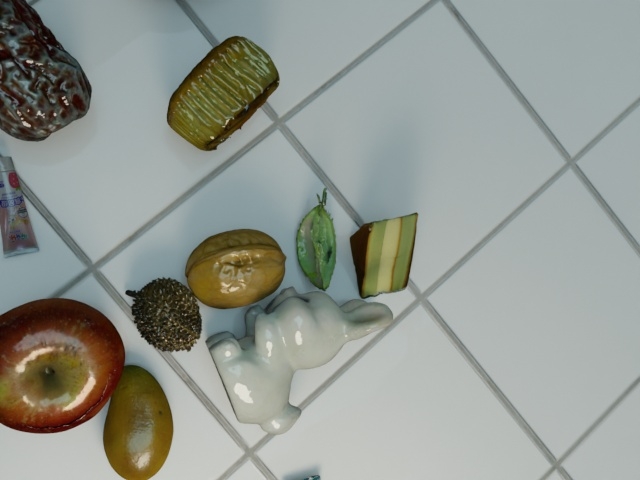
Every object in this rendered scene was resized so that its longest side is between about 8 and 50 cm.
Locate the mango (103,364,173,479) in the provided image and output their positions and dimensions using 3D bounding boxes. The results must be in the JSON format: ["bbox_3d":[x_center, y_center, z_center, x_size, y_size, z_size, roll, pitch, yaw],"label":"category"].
[{"bbox_3d":[-0.359,0.358,1.534,0.136,0.099,0.227,-5,78,-7],"label":"mango"}]

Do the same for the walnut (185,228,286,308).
[{"bbox_3d":[-0.170,0.055,1.575,0.207,0.159,0.159,-11,88,-9],"label":"walnut"}]

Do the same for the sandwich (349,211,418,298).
[{"bbox_3d":[0.144,0.034,1.638,0.117,0.187,0.144,-12,82,-14],"label":"sandwich"}]

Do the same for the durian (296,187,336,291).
[{"bbox_3d":[0.000,0.000,1.644,0.086,0.100,0.215,-2,86,-15],"label":"durian"}]

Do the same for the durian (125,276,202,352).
[{"bbox_3d":[-0.324,0.150,1.542,0.189,0.091,0.148,32,119,21],"label":"durian"}]

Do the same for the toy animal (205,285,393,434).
[{"bbox_3d":[-0.039,0.218,1.574,0.368,0.196,0.241,-34,101,-12],"label":"toy animal"}]

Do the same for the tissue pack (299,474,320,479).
[{"bbox_3d":[-0.027,0.562,1.629,0.085,0.028,0.137,-11,93,-11],"label":"tissue pack"}]

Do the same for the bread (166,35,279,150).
[{"bbox_3d":[-0.192,-0.288,1.548,0.142,0.253,0.227,41,81,-10],"label":"bread"}]

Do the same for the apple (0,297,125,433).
[{"bbox_3d":[-0.506,0.230,1.455,0.272,0.206,0.251,-33,104,-11],"label":"apple"}]

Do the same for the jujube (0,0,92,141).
[{"bbox_3d":[-0.585,-0.335,1.477,0.226,0.226,0.317,-38,97,-14],"label":"jujube"}]

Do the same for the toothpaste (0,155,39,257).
[{"bbox_3d":[-0.611,-0.067,1.538,0.067,0.043,0.194,-13,94,-17],"label":"toothpaste"}]
